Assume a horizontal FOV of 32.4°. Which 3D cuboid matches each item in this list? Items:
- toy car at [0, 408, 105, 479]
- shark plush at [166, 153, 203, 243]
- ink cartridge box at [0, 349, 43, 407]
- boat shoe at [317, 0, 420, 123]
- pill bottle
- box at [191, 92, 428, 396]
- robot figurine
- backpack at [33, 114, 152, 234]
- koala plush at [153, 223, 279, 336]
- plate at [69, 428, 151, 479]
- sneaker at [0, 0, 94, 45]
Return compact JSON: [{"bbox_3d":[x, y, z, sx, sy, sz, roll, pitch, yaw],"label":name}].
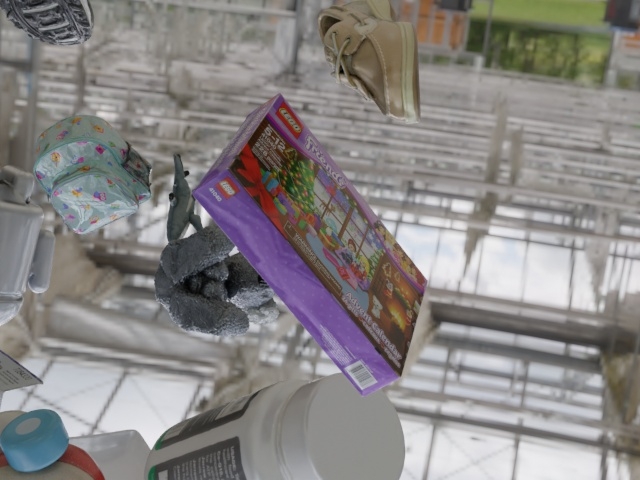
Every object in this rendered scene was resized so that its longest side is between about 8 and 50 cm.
[{"bbox_3d":[-0.361,0.276,1.354,0.210,0.219,0.238,-14,-153,1],"label":"toy car"},{"bbox_3d":[-0.251,-0.073,1.993,0.073,0.161,0.067,12,-176,23],"label":"shark plush"},{"bbox_3d":[-0.707,0.272,1.971,0.330,0.071,0.324,-8,-166,-34],"label":"ink cartridge box"},{"bbox_3d":[0.053,-0.211,1.282,0.098,0.109,0.302,-6,-151,-5],"label":"boat shoe"},{"bbox_3d":[-0.068,0.308,1.513,0.204,0.204,0.361,-4,163,-43],"label":"pill bottle"},{"bbox_3d":[0.000,0.000,1.213,0.057,0.293,0.201,-31,-162,27],"label":"box"},{"bbox_3d":[-0.658,0.023,2.143,0.300,0.354,0.199,13,-177,-33],"label":"robot figurine"},{"bbox_3d":[-0.398,-0.115,1.890,0.165,0.188,0.144,-22,-144,16],"label":"backpack"},{"bbox_3d":[-0.160,0.069,1.972,0.221,0.196,0.203,-6,179,-45],"label":"koala plush"},{"bbox_3d":[-0.290,0.423,1.704,0.278,0.045,0.277,55,-168,16],"label":"plate"},{"bbox_3d":[-0.318,-0.329,1.193,0.100,0.271,0.108,-6,-136,22],"label":"sneaker"}]
